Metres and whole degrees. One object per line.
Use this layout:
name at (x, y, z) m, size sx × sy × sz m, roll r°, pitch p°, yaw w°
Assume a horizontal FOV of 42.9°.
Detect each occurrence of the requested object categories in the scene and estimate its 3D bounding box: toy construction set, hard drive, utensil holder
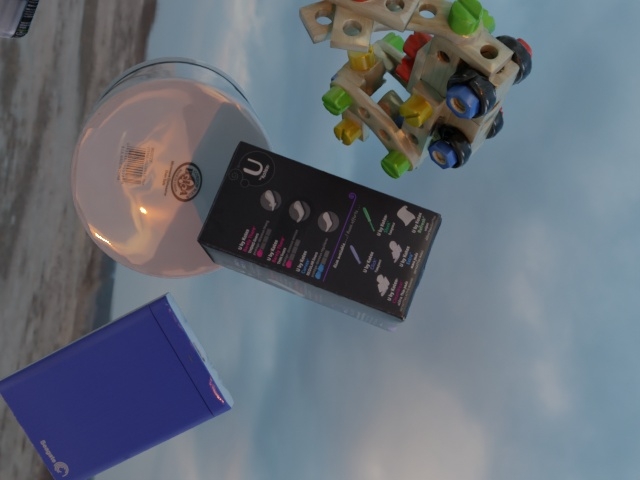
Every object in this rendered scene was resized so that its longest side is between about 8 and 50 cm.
toy construction set at (0.087, -0.176, 0.832) m, size 0.151 × 0.215 × 0.327 m, roll -47°, pitch 166°, yaw -4°
hard drive at (-0.330, 0.245, 1.308) m, size 0.210 × 0.319 × 0.040 m, roll 61°, pitch 9°, yaw -9°
utensil holder at (-0.239, -0.133, 1.365) m, size 0.385 × 0.328 × 0.327 m, roll -125°, pitch -135°, yaw -71°

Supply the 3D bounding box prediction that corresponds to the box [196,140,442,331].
box at (0.000, 0.000, 1.053) m, size 0.165 × 0.271 × 0.143 m, roll 93°, pitch 18°, yaw -78°

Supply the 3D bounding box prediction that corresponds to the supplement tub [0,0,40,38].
supplement tub at (-0.362, -0.340, 0.932) m, size 0.190 × 0.117 × 0.117 m, roll -63°, pitch -161°, yaw 16°
